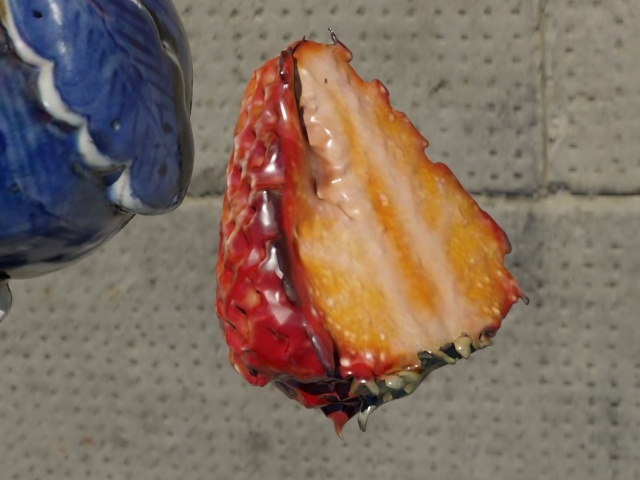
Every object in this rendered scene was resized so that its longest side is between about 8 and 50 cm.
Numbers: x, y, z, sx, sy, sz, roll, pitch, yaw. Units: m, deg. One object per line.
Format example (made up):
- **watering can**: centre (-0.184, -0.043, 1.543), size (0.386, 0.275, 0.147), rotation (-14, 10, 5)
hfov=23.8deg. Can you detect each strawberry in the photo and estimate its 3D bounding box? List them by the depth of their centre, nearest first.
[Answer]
- **strawberry**: centre (-0.005, 0.013, 1.170), size (0.280, 0.253, 0.150), rotation (51, 134, -5)

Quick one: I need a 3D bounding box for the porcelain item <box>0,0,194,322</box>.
- **porcelain item**: centre (-0.176, -0.079, 0.536), size (0.288, 0.138, 0.186), rotation (9, 137, 39)
